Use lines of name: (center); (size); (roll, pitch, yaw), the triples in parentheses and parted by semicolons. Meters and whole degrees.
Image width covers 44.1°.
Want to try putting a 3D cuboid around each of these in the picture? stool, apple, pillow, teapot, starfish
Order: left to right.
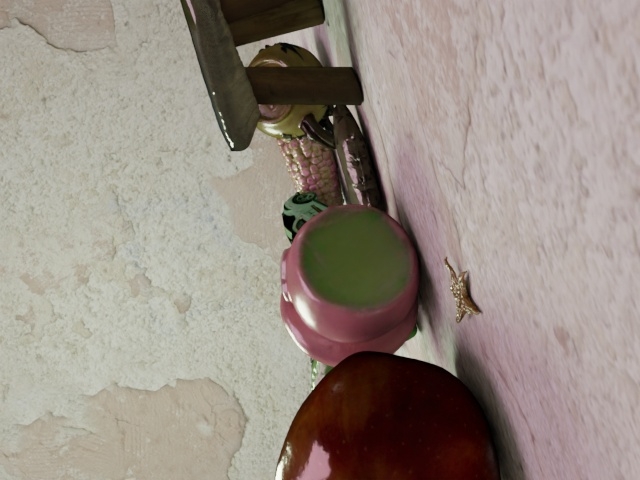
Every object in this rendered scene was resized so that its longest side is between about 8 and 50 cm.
stool: (-0.089, -0.339, 1.172); (0.310, 0.226, 0.310); (79, 174, -51)
teapot: (-0.042, -0.269, 1.487); (0.269, 0.173, 0.182); (48, -154, 16)
pillow: (0.063, -0.104, 1.263); (0.093, 0.051, 0.241); (-130, 25, -79)
apple: (0.085, 0.283, 0.994); (0.317, 0.288, 0.288); (-61, -44, -77)
starfish: (0.158, 0.065, 0.884); (0.086, 0.016, 0.092); (-108, 9, -47)

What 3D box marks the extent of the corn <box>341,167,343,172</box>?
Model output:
corn: (0.064, -0.100, 1.376); (0.037, 0.037, 0.092); (85, 169, -72)

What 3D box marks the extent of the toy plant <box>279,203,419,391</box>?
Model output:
toy plant: (0.046, 0.081, 1.232); (0.356, 0.210, 0.317); (80, -171, -61)

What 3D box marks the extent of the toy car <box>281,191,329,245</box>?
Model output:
toy car: (0.000, 0.000, 1.645); (0.305, 0.125, 0.136); (27, 138, 51)

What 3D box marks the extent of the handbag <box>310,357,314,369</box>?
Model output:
handbag: (0.070, 0.289, 1.844); (0.181, 0.181, 0.255); (93, 162, -68)

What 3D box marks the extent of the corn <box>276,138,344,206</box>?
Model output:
corn: (-0.027, -0.195, 1.753); (0.126, 0.126, 0.335); (-124, 13, -78)
